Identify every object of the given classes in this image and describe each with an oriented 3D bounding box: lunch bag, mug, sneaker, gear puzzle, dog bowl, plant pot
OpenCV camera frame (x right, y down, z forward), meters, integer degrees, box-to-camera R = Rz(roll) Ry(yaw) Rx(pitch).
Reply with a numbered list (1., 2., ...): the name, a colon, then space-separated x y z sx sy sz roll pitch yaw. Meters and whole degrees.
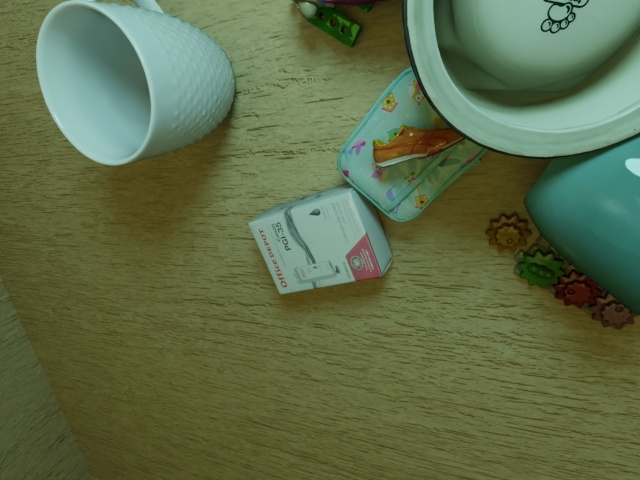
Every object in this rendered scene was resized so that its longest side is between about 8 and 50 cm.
1. lunch bag: 0.187 -0.185 0.806 0.224 0.108 0.279 44 123 1
2. mug: -0.358 -0.369 0.844 0.276 0.328 0.374 -18 104 30
3. sneaker: 0.172 -0.176 0.718 0.175 0.064 0.068 -10 99 24
4. gear puzzle: 0.492 0.043 0.807 0.338 0.044 0.176 31 122 9
5. dog bowl: 0.296 -0.318 0.495 0.407 0.150 0.408 1 124 2
6. plant pot: 0.474 -0.074 0.631 0.235 0.293 0.293 39 124 20

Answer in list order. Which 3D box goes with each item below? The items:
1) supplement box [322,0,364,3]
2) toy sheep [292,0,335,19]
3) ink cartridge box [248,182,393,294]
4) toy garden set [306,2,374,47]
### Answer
1. supplement box: 0.116 -0.447 0.640 0.219 0.114 0.111 11 118 32
2. toy sheep: -0.014 -0.468 0.731 0.091 0.091 0.132 16 105 18
3. ink cartridge box: 0.000 0.000 0.972 0.282 0.117 0.207 -14 106 29
4. toy garden set: 0.035 -0.529 0.759 0.203 0.049 0.244 34 123 5
